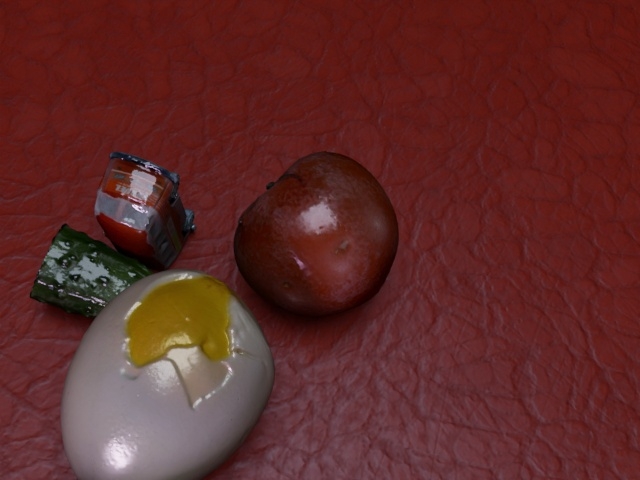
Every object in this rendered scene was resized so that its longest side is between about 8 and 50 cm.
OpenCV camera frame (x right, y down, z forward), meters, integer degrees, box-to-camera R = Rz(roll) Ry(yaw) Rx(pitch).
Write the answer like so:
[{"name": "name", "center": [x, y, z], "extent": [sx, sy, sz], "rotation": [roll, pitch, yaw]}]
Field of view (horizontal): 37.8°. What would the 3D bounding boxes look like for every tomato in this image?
[{"name": "tomato", "center": [0.000, 0.000, 1.480], "extent": [0.265, 0.265, 0.264], "rotation": [2, 65, -4]}]

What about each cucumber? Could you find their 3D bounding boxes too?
[{"name": "cucumber", "center": [-0.330, 0.079, 1.492], "extent": [0.245, 0.134, 0.134], "rotation": [25, 66, -5]}]

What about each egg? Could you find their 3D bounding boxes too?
[{"name": "egg", "center": [-0.227, 0.214, 1.350], "extent": [0.283, 0.283, 0.345], "rotation": [34, 76, 11]}]

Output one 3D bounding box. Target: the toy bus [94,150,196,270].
[{"name": "toy bus", "center": [-0.280, -0.041, 1.475], "extent": [0.121, 0.265, 0.119], "rotation": [22, 73, 5]}]
